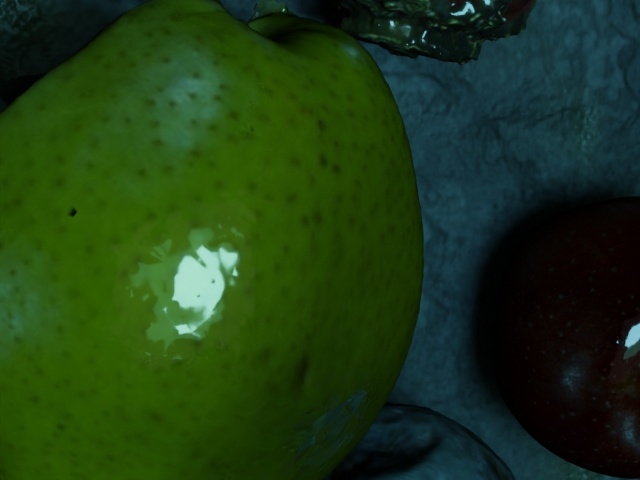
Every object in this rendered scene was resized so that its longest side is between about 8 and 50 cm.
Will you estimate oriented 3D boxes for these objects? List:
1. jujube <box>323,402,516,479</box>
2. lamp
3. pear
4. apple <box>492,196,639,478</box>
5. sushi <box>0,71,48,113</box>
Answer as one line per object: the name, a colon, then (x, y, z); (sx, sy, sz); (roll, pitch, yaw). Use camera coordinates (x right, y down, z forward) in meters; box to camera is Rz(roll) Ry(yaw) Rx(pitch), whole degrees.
jujube: (0.059, 0.287, 0.983); (0.246, 0.215, 0.308); (-41, 123, -45)
lamp: (0.087, -0.261, 0.926); (0.177, 0.177, 0.274); (10, 95, -25)
pear: (-0.071, 0.063, 0.789); (0.340, 0.191, 0.386); (-5, 126, -54)
apple: (0.239, 0.073, 1.041); (0.218, 0.201, 0.218); (-6, 106, -20)
sushi: (-0.196, 0.006, 0.923); (0.220, 0.047, 0.231); (-14, 106, -20)
